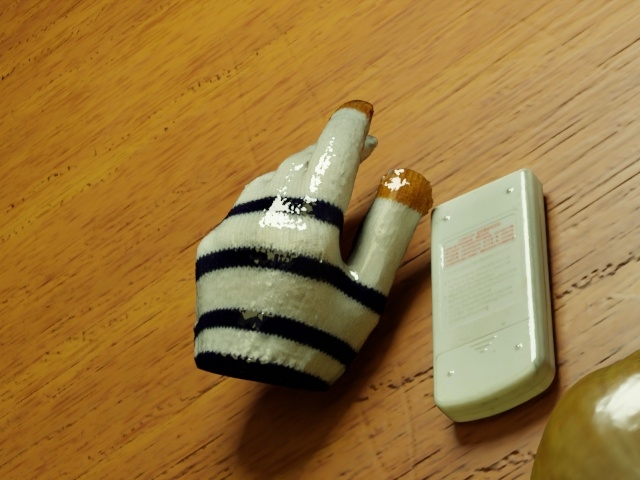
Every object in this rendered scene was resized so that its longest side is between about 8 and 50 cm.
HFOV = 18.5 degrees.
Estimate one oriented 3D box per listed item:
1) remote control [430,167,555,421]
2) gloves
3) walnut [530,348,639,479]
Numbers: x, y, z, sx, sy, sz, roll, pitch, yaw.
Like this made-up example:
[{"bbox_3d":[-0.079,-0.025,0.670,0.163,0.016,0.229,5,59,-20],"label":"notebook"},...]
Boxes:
[{"bbox_3d":[0.117,0.038,1.352,0.087,0.029,0.190,-25,42,26],"label":"remote control"},{"bbox_3d":[-0.014,-0.004,1.429,0.140,0.131,0.218,-1,75,55],"label":"gloves"},{"bbox_3d":[0.232,0.176,0.989,0.203,0.203,0.298,-42,62,5],"label":"walnut"}]
